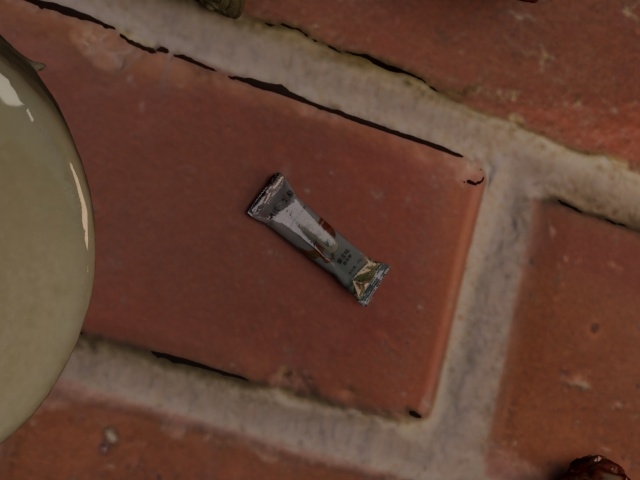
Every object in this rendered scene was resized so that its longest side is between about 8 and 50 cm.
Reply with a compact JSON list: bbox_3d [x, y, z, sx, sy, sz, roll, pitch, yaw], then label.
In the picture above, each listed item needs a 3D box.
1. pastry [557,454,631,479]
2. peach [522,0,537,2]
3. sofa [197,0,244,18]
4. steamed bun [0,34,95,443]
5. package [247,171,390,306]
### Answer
[{"bbox_3d":[0.170,0.247,1.301,0.208,0.097,0.115,-43,116,-22],"label":"pastry"},{"bbox_3d":[0.169,-0.263,1.267,0.226,0.196,0.190,-4,126,-28],"label":"peach"},{"bbox_3d":[-0.104,-0.269,1.138,0.258,0.182,0.200,14,83,-24],"label":"sofa"},{"bbox_3d":[-0.358,-0.004,0.913,0.456,0.371,0.289,2,102,-19],"label":"steamed bun"},{"bbox_3d":[0.000,0.000,1.269,0.110,0.015,0.037,40,78,-17],"label":"package"}]
